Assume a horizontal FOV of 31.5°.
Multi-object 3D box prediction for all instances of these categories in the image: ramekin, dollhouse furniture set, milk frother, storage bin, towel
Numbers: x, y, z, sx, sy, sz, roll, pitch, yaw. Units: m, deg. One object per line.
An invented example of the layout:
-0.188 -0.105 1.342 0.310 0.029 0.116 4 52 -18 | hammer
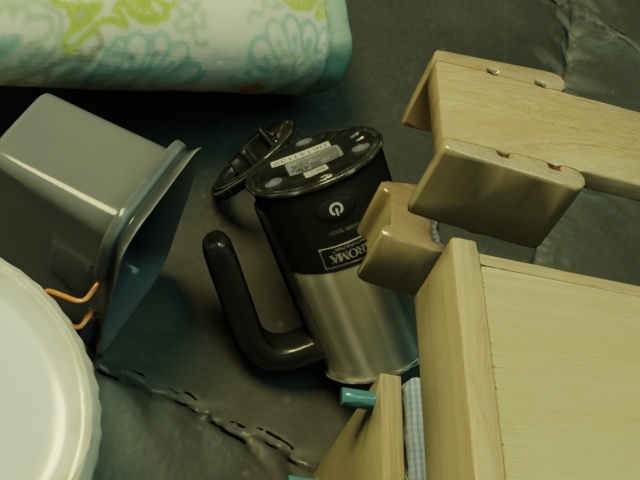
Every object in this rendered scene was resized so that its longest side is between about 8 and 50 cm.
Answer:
-0.202 0.094 0.534 0.207 0.109 0.207 12 59 -22 | ramekin
0.103 0.124 0.585 0.198 0.303 0.286 12 48 -13 | dollhouse furniture set
0.000 0.000 0.709 0.143 0.129 0.134 -77 150 -62 | milk frother
-0.135 -0.008 0.619 0.091 0.135 0.098 29 54 2 | storage bin
-0.169 -0.251 0.718 0.321 0.090 0.374 -9 65 -45 | towel
